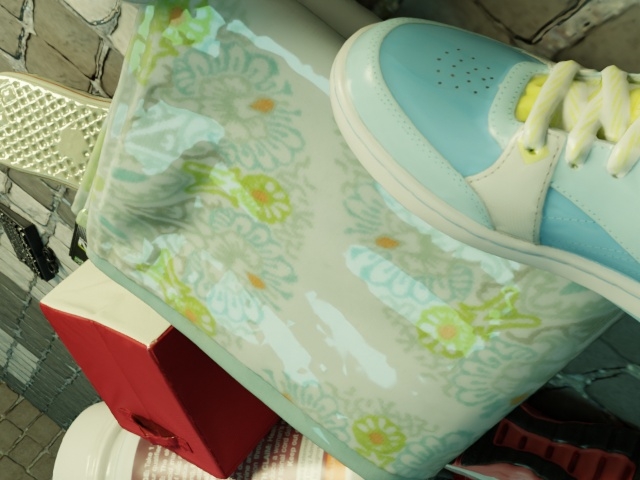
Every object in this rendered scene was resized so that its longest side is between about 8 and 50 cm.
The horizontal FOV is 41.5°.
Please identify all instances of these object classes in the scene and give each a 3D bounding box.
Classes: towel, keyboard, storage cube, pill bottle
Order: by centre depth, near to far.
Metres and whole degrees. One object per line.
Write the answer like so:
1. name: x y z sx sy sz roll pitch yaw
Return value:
1. towel: 0.000 0.000 0.614 0.375 0.090 0.320 36 135 2
2. storage cube: -0.134 0.092 0.886 0.184 0.215 0.193 14 138 39
3. pill bottle: -0.092 0.281 0.976 0.392 0.224 0.224 -4 136 22
4. keyboard: -0.466 0.012 1.353 0.108 0.023 0.180 31 153 12

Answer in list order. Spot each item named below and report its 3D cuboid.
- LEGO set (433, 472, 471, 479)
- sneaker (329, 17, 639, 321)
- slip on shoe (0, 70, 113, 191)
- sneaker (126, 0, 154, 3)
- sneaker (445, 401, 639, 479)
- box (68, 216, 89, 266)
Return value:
1. LEGO set: 0.168 0.381 1.029 0.087 0.093 0.227 -7 113 52
2. sneaker: 0.166 -0.055 0.390 0.319 0.127 0.208 27 155 -1
3. slip on shoe: -0.173 -0.071 0.804 0.331 0.123 0.101 23 -171 11
4. sneaker: -0.214 -0.224 0.506 0.305 0.152 0.114 30 120 39
5. sneaker: 0.172 0.202 0.790 0.314 0.116 0.136 27 152 20
6. box: -0.236 0.039 1.097 0.191 0.045 0.184 39 156 -5
